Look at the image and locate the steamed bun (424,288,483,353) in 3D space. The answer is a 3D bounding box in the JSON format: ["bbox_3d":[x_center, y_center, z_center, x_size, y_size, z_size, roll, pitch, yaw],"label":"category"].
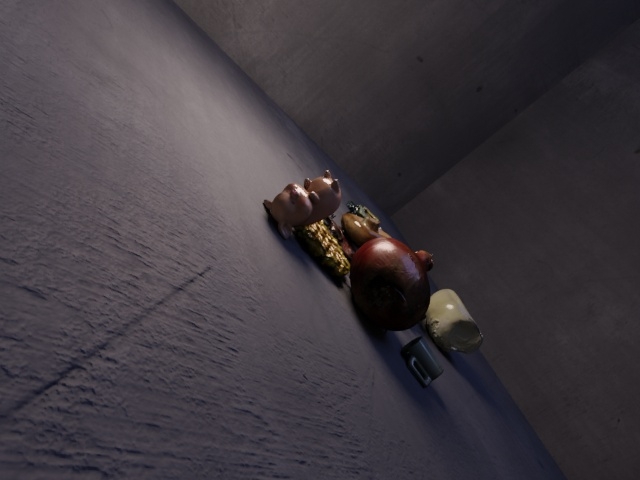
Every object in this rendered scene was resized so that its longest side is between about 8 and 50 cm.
[{"bbox_3d":[0.675,0.431,2.282,0.334,0.232,0.312,56,10,-16],"label":"steamed bun"}]

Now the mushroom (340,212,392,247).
[{"bbox_3d":[0.211,-0.034,1.961,0.278,0.146,0.278,29,11,-6],"label":"mushroom"}]

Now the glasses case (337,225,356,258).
[{"bbox_3d":[0.110,0.014,1.956,0.073,0.049,0.195,38,19,-42],"label":"glasses case"}]

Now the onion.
[{"bbox_3d":[0.249,0.165,1.576,0.354,0.353,0.354,46,15,-16],"label":"onion"}]

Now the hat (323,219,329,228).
[{"bbox_3d":[-0.003,-0.071,1.816,0.077,0.059,0.076,54,-2,-9],"label":"hat"}]

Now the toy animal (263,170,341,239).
[{"bbox_3d":[-0.051,-0.127,1.461,0.166,0.250,0.154,-126,-159,-49],"label":"toy animal"}]

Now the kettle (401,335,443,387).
[{"bbox_3d":[0.382,0.448,1.618,0.148,0.098,0.127,56,10,7],"label":"kettle"}]

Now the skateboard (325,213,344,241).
[{"bbox_3d":[0.051,-0.050,1.919,0.080,0.067,0.151,0,41,-33],"label":"skateboard"}]

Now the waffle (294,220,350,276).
[{"bbox_3d":[0.000,0.000,1.630,0.325,0.068,0.302,48,14,-5],"label":"waffle"}]

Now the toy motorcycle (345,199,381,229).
[{"bbox_3d":[0.227,-0.085,2.321,0.237,0.168,0.410,48,15,-16],"label":"toy motorcycle"}]
